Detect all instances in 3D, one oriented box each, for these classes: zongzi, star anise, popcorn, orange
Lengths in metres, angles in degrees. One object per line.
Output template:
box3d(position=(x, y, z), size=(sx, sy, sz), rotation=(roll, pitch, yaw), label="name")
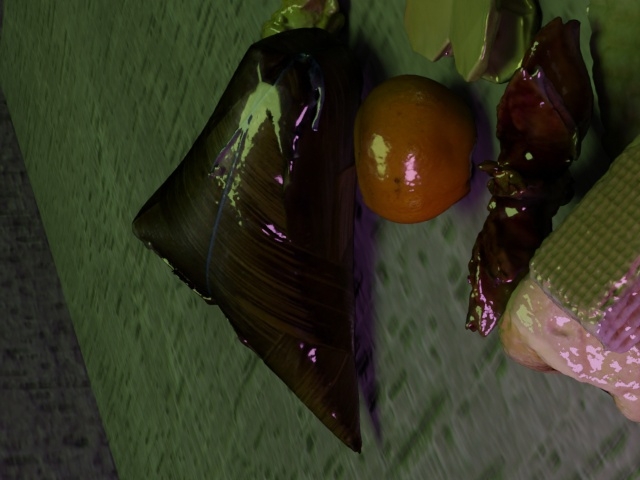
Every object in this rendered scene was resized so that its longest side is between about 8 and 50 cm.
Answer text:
box3d(position=(0.000, 0.000, 1.700), size=(0.432, 0.208, 0.403), rotation=(52, 135, 17), label="zongzi")
box3d(position=(0.176, -0.051, 1.199), size=(0.288, 0.088, 0.288), rotation=(14, -90, -81), label="star anise")
box3d(position=(-0.018, -0.274, 1.738), size=(0.109, 0.089, 0.097), rotation=(-60, 6, 42), label="popcorn")
box3d(position=(0.100, -0.095, 1.463), size=(0.156, 0.134, 0.156), rotation=(7, -90, -73), label="orange")

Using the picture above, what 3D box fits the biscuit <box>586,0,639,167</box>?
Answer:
box3d(position=(0.270, -0.200, 1.132), size=(0.187, 0.036, 0.273), rotation=(167, 96, -67), label="biscuit")

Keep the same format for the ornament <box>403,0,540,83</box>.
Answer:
box3d(position=(0.146, -0.257, 1.388), size=(0.201, 0.059, 0.180), rotation=(-137, 48, -59), label="ornament")

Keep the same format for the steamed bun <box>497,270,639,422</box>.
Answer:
box3d(position=(0.249, 0.069, 1.139), size=(0.155, 0.172, 0.141), rotation=(46, -176, 18), label="steamed bun")

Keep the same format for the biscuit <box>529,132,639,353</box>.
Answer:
box3d(position=(0.257, -0.035, 1.024), size=(0.239, 0.062, 0.108), rotation=(-49, 35, 6), label="biscuit")
